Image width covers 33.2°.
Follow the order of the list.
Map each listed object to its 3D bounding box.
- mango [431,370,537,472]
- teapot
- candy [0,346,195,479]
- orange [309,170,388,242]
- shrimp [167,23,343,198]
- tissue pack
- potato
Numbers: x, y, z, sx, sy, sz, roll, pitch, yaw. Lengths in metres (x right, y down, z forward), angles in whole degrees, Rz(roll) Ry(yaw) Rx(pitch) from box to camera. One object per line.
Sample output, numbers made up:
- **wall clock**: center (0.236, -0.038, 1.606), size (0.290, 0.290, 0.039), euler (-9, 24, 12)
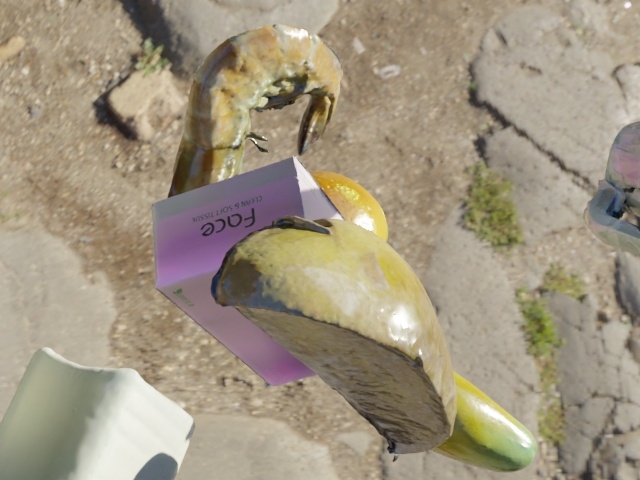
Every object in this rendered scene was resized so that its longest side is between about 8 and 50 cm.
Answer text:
- **mango**: center (0.158, 0.205, 1.239), size (0.195, 0.130, 0.092), euler (27, 73, 7)
- **teapot**: center (0.460, -0.064, 1.408), size (0.163, 0.178, 0.221), euler (25, 80, -45)
- **candy**: center (-0.288, 0.318, 1.208), size (0.208, 0.145, 0.358), euler (62, 43, -55)
- **orange**: center (0.000, -0.002, 1.510), size (0.179, 0.158, 0.237), euler (23, 50, 11)
- **shrimp**: center (-0.072, -0.083, 1.068), size (0.169, 0.296, 0.058), euler (-1, 40, -32)
- **tissue pack**: center (-0.036, 0.040, 0.991), size (0.246, 0.149, 0.092), euler (49, 28, -54)
- **potato**: center (0.049, 0.054, 0.736), size (0.261, 0.100, 0.120), euler (45, 52, -45)
